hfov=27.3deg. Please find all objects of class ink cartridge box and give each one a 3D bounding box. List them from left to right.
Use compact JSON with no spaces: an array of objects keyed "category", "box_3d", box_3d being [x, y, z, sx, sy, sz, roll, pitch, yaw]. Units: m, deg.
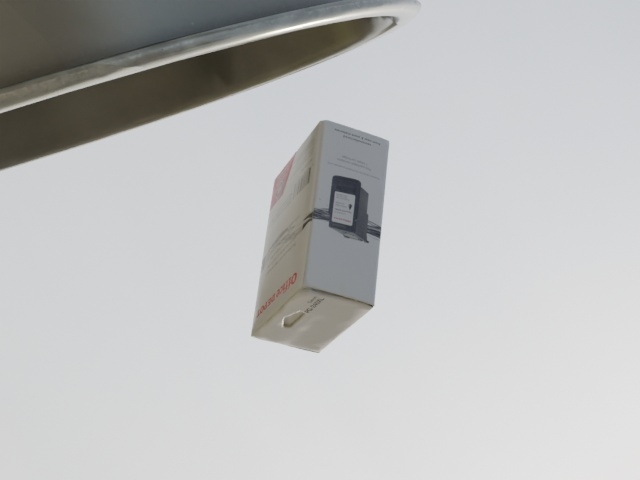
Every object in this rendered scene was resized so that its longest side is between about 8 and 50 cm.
[{"category":"ink cartridge box","box_3d":[0.000,0.000,1.036,0.109,0.063,0.151,134,-33,-56]}]

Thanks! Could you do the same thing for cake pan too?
[{"category":"cake pan","box_3d":[-0.111,-0.060,0.472,0.293,0.293,0.054,-11,-82,56]}]
